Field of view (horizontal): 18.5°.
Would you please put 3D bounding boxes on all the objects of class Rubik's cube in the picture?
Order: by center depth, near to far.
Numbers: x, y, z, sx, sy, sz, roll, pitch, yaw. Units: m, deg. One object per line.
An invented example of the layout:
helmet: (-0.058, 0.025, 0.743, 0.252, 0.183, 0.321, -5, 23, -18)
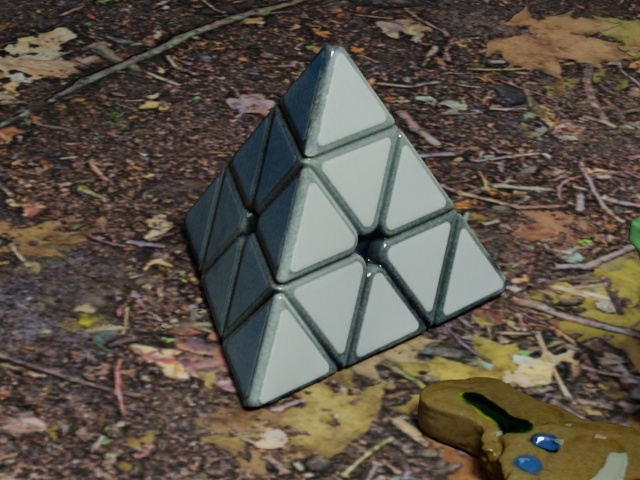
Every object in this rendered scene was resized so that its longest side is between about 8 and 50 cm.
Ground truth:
Rubik's cube: (0.000, -0.001, 1.707, 0.228, 0.229, 0.233, 58, 7, 12)

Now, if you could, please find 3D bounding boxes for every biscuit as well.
biscuit: (0.201, 0.185, 1.506, 0.183, 0.047, 0.320, -13, 33, -34)

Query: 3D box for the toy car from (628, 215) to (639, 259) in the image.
toy car: (0.410, 0.106, 1.539, 0.213, 0.176, 0.358, -20, 38, -35)
